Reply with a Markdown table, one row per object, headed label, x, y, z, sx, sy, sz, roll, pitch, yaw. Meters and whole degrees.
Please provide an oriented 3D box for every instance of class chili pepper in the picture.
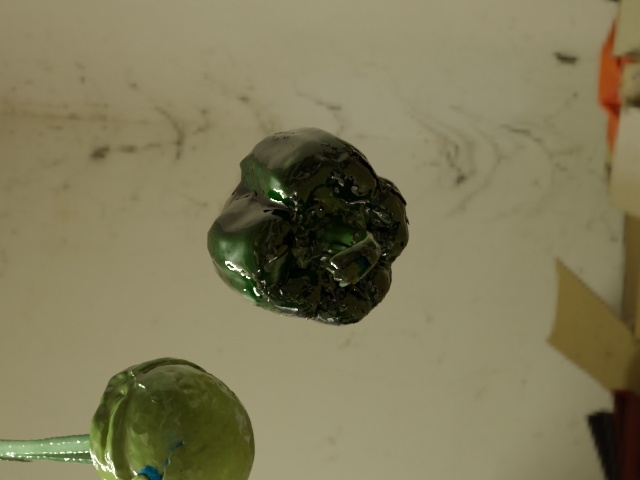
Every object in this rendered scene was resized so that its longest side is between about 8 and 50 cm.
| label | x | y | z | sx | sy | sz | roll | pitch | yaw |
| --- | --- | --- | --- | --- | --- | --- | --- | --- | --- |
| chili pepper | 0.000 | 0.000 | 1.168 | 0.174 | 0.261 | 0.165 | -52 | -56 | -7 |

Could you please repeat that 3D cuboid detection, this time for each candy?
| label | x | y | z | sx | sy | sz | roll | pitch | yaw |
| --- | --- | --- | --- | --- | --- | --- | --- | --- | --- |
| candy | -0.149 | 0.128 | 0.775 | 0.093 | 0.335 | 0.092 | 29 | -113 | -29 |
